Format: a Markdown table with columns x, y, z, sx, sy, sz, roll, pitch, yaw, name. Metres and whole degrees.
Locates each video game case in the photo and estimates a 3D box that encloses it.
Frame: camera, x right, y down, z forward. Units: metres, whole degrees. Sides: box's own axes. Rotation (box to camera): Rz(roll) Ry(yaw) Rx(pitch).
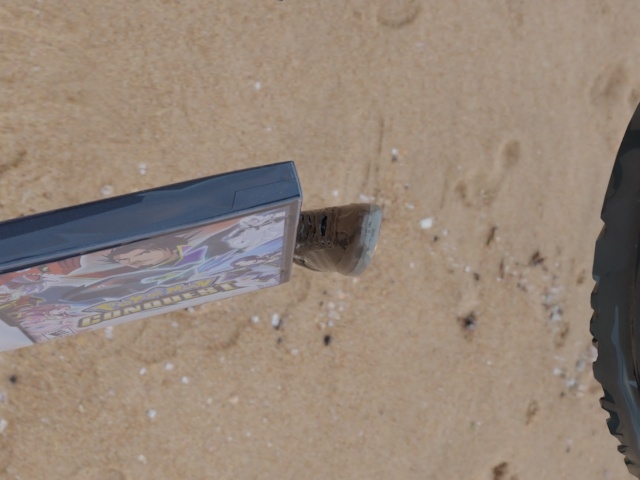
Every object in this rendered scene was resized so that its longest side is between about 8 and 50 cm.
| x | y | z | sx | sy | sz | roll | pitch | yaw | name |
| --- | --- | --- | --- | --- | --- | --- | --- | --- | --- |
| -0.154 | 0.023 | 0.724 | 0.275 | 0.248 | 0.035 | -13 | 75 | -7 | video game case |

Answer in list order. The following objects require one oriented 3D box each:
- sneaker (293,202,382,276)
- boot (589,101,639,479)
| x | y | z | sx | sy | sz | roll | pitch | yaw | name |
| --- | --- | --- | --- | --- | --- | --- | --- | --- | --- |
| 0.000 | 0.000 | 0.886 | 0.071 | 0.188 | 0.066 | 11 | 77 | -14 | sneaker |
| 0.268 | 0.084 | 0.363 | 0.131 | 0.260 | 0.348 | -46 | 125 | -38 | boot |
